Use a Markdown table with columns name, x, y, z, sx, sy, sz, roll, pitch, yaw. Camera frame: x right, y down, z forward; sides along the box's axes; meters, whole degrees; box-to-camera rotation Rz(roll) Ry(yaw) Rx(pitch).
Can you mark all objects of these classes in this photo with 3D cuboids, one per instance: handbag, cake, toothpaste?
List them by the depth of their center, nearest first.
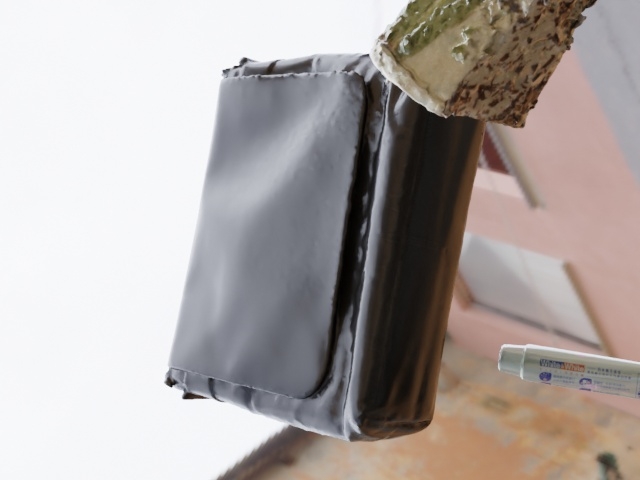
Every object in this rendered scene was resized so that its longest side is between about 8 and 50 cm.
| name | x | y | z | sx | sy | sz | roll | pitch | yaw |
| --- | --- | --- | --- | --- | --- | --- | --- | --- | --- |
| cake | 0.081 | -0.102 | 0.457 | 0.140 | 0.051 | 0.055 | -51 | -38 | 12 |
| handbag | 0.000 | 0.000 | 0.837 | 0.080 | 0.223 | 0.246 | 13 | -94 | -41 |
| toothpaste | 0.265 | 0.121 | 1.106 | 0.052 | 0.218 | 0.033 | 80 | -156 | -48 |
